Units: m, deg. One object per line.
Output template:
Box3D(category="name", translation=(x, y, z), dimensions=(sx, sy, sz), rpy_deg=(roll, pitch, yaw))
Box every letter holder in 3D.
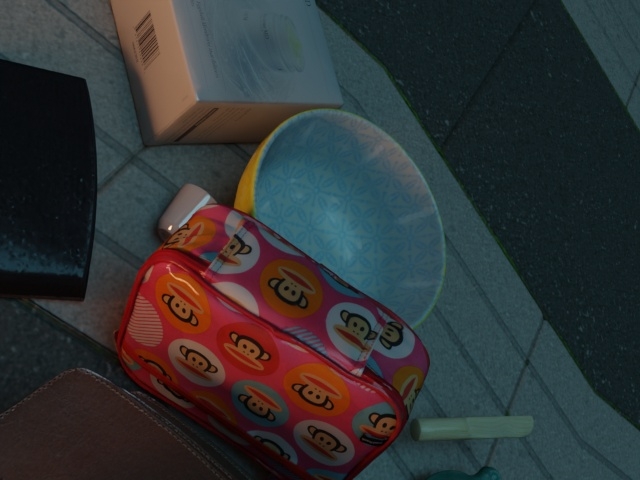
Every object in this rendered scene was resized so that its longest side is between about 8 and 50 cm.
Box3D(category="letter holder", translation=(-0.124, 0.245, 0.643), dimensions=(0.302, 0.152, 0.214), rpy_deg=(38, 46, 15))

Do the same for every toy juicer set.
Box3D(category="toy juicer set", translation=(0.144, 0.353, 0.946), dimensions=(0.209, 0.089, 0.328), rpy_deg=(25, 67, -14))

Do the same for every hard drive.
Box3D(category="hard drive", translation=(-0.312, -0.069, 0.757), dimensions=(0.172, 0.054, 0.254), rpy_deg=(8, 69, -36))

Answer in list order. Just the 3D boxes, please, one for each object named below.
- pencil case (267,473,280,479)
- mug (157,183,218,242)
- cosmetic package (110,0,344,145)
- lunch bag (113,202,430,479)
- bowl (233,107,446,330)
Box3D(category="pencil case", translation=(-0.040, 0.335, 0.805), dimensions=(0.086, 0.088, 0.206), rpy_deg=(17, 56, 9))
Box3D(category="mug", translation=(-0.152, -0.018, 0.863), dimensions=(0.078, 0.062, 0.064), rpy_deg=(44, 59, -9))
Box3D(category="cosmetic package", translation=(-0.117, -0.248, 0.926), dimensions=(0.225, 0.138, 0.224), rpy_deg=(-8, 79, -41))
Box3D(category="lunch bag", translation=(-0.062, 0.127, 0.755), dimensions=(0.293, 0.258, 0.120), rpy_deg=(34, 44, 2))
Box3D(category="bowl", translation=(0.000, 0.000, 0.910), dimensions=(0.290, 0.156, 0.289), rpy_deg=(15, 64, -33))
